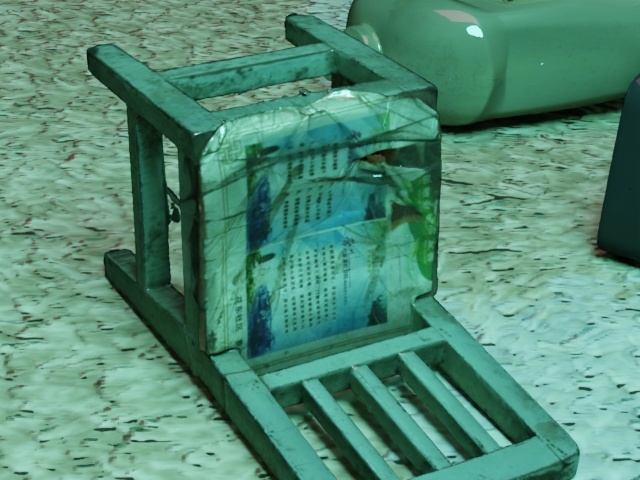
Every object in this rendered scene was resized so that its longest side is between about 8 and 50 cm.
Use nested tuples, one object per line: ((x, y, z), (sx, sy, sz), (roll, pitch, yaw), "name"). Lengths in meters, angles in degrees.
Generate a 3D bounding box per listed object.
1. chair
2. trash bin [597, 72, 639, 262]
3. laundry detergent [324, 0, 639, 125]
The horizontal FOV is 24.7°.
((0.000, 0.000, 0.702), (0.136, 0.147, 0.270), (-13, 31, -26), "chair")
((0.297, -0.029, 0.812), (0.225, 0.115, 0.165), (24, 35, 27), "trash bin")
((0.114, -0.144, 1.016), (0.253, 0.091, 0.181), (-13, 31, -24), "laundry detergent")
